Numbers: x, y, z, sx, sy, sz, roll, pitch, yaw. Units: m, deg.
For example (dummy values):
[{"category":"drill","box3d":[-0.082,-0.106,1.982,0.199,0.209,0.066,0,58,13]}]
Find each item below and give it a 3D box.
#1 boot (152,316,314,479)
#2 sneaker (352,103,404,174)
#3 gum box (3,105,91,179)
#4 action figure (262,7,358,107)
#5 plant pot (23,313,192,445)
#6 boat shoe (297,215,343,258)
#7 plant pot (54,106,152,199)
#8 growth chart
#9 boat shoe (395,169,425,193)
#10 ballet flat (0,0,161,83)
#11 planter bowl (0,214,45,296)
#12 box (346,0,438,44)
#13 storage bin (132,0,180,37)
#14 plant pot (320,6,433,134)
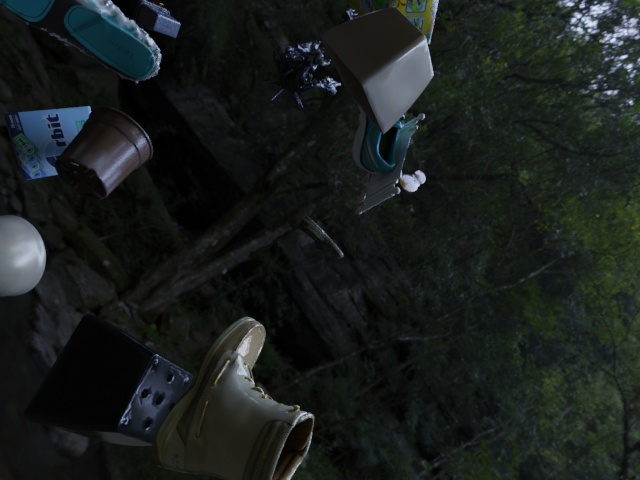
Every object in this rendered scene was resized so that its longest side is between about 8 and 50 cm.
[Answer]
[{"category":"boot","box3d":[-0.096,0.234,0.660,0.203,0.262,0.095,3,-53,26]},{"category":"sneaker","box3d":[0.149,-0.286,0.988,0.110,0.107,0.275,26,-63,55]},{"category":"gum box","box3d":[-0.658,-0.246,1.101,0.041,0.184,0.157,13,-64,49]},{"category":"action figure","box3d":[-0.009,-0.441,1.103,0.275,0.141,0.164,-24,-91,30]},{"category":"plant pot","box3d":[-0.347,0.263,0.783,0.167,0.188,0.187,5,-32,24]},{"category":"boat shoe","box3d":[0.000,0.000,1.776,0.223,0.073,0.080,46,4,-10]},{"category":"plant pot","box3d":[-0.512,-0.196,1.032,0.167,0.165,0.167,13,-38,11]},{"category":"growth chart","box3d":[0.158,-0.179,1.051,0.021,0.237,0.172,29,-22,-23]},{"category":"boat shoe","box3d":[0.320,-0.205,1.626,0.073,0.207,0.073,-31,-95,38]},{"category":"ballet flat","box3d":[-0.507,-0.470,0.868,0.409,0.147,0.147,35,1,-42]},{"category":"planter bowl","box3d":[-0.626,0.032,0.825,0.162,0.162,0.109,63,9,2]},{"category":"box","box3d":[0.221,-0.788,1.368,0.290,0.177,0.279,-119,-156,-45]},{"category":"storage bin","box3d":[-0.554,-0.762,1.520,0.091,0.135,0.098,36,-68,18]},{"category":"plant pot","box3d":[0.080,-0.225,0.562,0.109,0.096,0.109,60,9,29]}]
